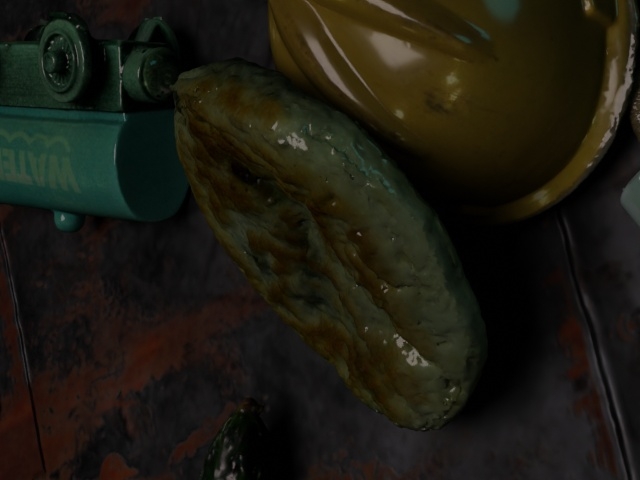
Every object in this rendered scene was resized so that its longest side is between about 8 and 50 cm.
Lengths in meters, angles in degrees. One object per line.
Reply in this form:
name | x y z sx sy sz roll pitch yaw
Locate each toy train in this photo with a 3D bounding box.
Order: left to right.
toy train | -0.184 -0.084 1.107 0.248 0.101 0.159 6 103 46

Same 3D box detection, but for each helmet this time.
helmet | 0.040 -0.125 0.846 0.257 0.140 0.205 51 122 36

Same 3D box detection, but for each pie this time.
pie | 0.000 0.000 0.853 0.240 0.054 0.240 44 159 22

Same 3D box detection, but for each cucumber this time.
cucumber | -0.069 0.243 0.969 0.067 0.067 0.294 19 97 44

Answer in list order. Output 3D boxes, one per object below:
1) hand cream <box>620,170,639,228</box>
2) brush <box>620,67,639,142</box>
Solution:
hand cream | 0.211 0.033 0.736 0.076 0.047 0.174 -49 63 28
brush | 0.219 -0.099 0.761 0.170 0.014 0.043 -30 63 37
